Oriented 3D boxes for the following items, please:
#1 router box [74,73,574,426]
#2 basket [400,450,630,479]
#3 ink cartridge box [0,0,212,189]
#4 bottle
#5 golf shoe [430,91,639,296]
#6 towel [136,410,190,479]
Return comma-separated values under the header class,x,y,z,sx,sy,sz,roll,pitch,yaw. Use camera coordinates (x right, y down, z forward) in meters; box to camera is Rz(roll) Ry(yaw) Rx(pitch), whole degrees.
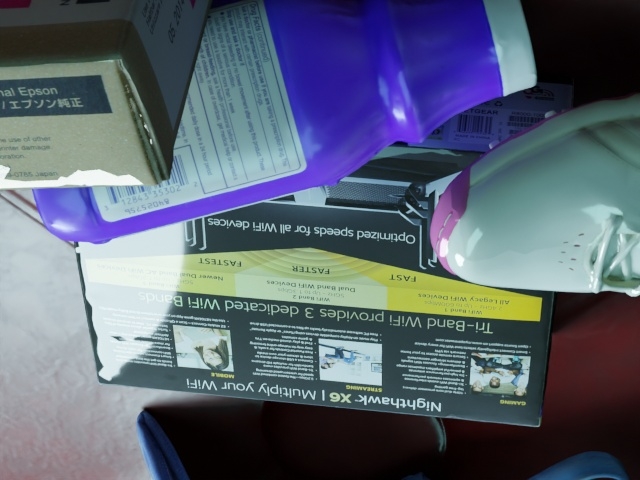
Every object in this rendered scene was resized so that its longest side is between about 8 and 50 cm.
class,x,y,z,sx,sy,sz,roll,pitch,yaw
router box,0.000,0.000,1.141,0.309,0.081,0.243,5,135,6
basket,0.129,0.292,1.336,0.289,0.201,0.255,-29,127,5
ink cartridge box,-0.159,-0.133,0.928,0.193,0.235,0.088,-3,134,13
bottle,-0.025,-0.083,0.987,0.283,0.092,0.118,-15,90,3
golf shoe,0.216,-0.008,0.984,0.306,0.140,0.115,-9,135,-15
towel,-0.073,0.289,1.379,0.034,0.209,0.285,-22,133,-10
